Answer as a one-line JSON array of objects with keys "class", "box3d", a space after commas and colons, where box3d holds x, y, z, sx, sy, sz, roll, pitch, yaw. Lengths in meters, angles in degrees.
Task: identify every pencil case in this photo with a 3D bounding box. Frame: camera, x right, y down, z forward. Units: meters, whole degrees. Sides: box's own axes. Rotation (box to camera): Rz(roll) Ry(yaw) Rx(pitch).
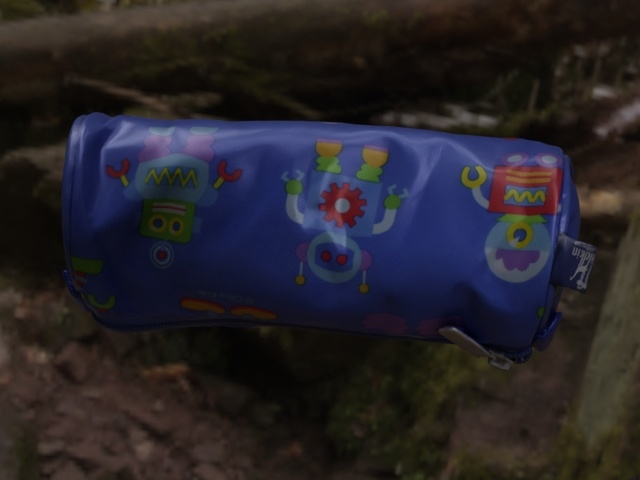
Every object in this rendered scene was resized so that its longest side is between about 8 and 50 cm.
[{"class": "pencil case", "box3d": [0.000, 0.000, 0.861, 0.306, 0.133, 0.119, 5, -21, 7]}]

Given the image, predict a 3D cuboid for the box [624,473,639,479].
[{"class": "box", "box3d": [0.120, 0.088, 0.275, 0.231, 0.056, 0.183, -24, 14, 6]}]
